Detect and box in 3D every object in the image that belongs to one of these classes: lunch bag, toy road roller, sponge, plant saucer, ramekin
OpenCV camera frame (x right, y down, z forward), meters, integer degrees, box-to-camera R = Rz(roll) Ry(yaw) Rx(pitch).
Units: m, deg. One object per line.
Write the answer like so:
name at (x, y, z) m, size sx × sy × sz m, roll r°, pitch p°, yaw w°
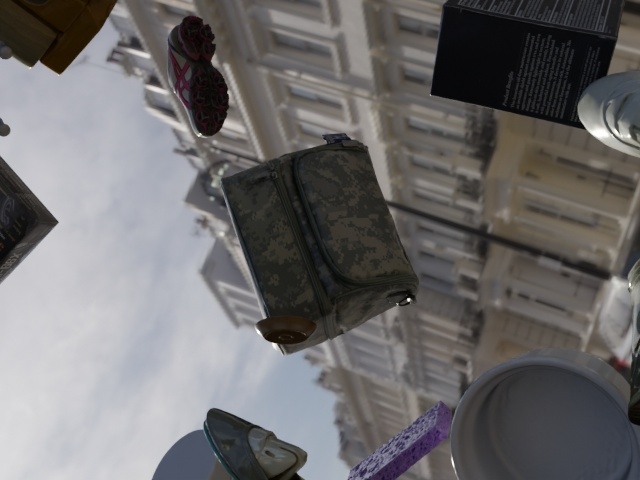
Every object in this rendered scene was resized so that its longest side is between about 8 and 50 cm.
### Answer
lunch bag at (0.000, 0.000, 1.562) m, size 0.213 × 0.255 × 0.305 m, roll 83°, pitch 167°, yaw -66°
toy road roller at (-0.352, -0.416, 1.328) m, size 0.329 × 0.202 × 0.241 m, roll -34°, pitch 30°, yaw 41°
sponge at (0.124, 0.348, 1.557) m, size 0.210 × 0.031 × 0.117 m, roll -42°, pitch 1°, yaw 17°
plant saucer at (-0.045, 0.121, 1.263) m, size 0.083 × 0.083 × 0.015 m, roll 73°, pitch -166°, yaw -63°
ramekin at (0.340, 0.288, 1.397) m, size 0.135 × 0.277 × 0.277 m, roll -21°, pitch -52°, yaw -64°

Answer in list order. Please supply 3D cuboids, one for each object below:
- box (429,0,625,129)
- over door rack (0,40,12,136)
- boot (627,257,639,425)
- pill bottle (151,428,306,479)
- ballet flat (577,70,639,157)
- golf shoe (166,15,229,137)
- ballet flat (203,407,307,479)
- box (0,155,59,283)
box at (0.378, -0.359, 1.740) m, size 0.296 × 0.293 × 0.183 m, roll -56°, pitch -23°, yaw -55°
over door rack at (-0.508, -0.213, 1.149) m, size 0.324 × 0.108 × 0.240 m, roll -20°, pitch -52°, yaw -49°
boot at (0.427, 0.128, 1.220) m, size 0.213 × 0.077 × 0.165 m, roll 77°, pitch -165°, yaw -50°
pill bottle at (-0.093, 0.430, 1.457) m, size 0.334 × 0.188 × 0.188 m, roll 43°, pitch -120°, yaw -29°
ballet flat at (0.547, -0.166, 1.440) m, size 0.139 × 0.400 × 0.139 m, roll -29°, pitch -45°, yaw -34°
golf shoe at (-0.186, -0.233, 1.427) m, size 0.067 × 0.086 × 0.186 m, roll 1°, pitch -109°, yaw -38°
ballet flat at (-0.025, 0.227, 0.873) m, size 0.068 × 0.213 × 0.072 m, roll -41°, pitch -18°, yaw 16°
box at (-0.606, -0.056, 1.524) m, size 0.242 × 0.307 × 0.076 m, roll -45°, pitch -7°, yaw 8°
